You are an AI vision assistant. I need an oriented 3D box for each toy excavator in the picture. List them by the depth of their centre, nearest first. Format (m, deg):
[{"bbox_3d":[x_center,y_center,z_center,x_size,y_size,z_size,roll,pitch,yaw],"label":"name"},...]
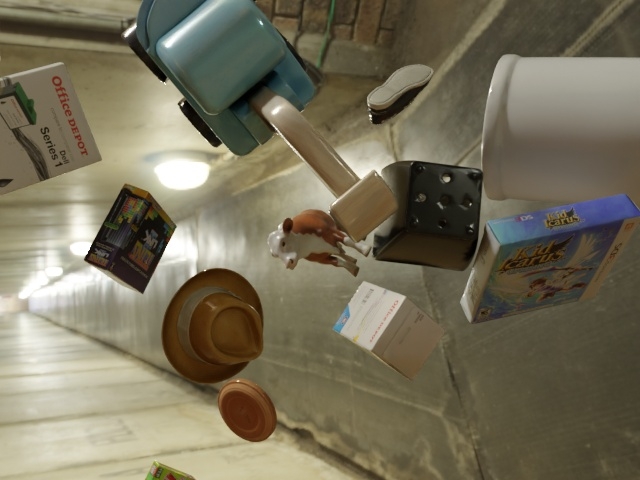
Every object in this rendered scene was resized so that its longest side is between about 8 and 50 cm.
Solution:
[{"bbox_3d":[-0.096,-0.217,0.913,0.433,0.222,0.445,50,-179,-23],"label":"toy excavator"}]

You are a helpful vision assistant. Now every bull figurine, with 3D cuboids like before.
[{"bbox_3d":[0.000,0.000,1.228,0.310,0.188,0.101,-72,7,-76],"label":"bull figurine"}]

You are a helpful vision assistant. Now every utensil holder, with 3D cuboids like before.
[{"bbox_3d":[0.574,-0.233,1.289,0.385,0.327,0.328,7,101,27],"label":"utensil holder"}]

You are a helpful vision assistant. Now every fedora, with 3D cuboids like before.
[{"bbox_3d":[-0.145,0.138,0.919,0.079,0.194,0.195,11,103,45],"label":"fedora"}]

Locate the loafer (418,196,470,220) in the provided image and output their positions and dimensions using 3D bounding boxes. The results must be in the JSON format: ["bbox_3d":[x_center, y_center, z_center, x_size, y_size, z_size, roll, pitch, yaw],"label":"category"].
[{"bbox_3d":[0.314,-0.099,1.741,0.084,0.267,0.096,43,146,49],"label":"loafer"}]

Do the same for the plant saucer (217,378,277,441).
[{"bbox_3d":[-0.091,0.208,0.731,0.083,0.013,0.084,10,112,26],"label":"plant saucer"}]

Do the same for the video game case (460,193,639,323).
[{"bbox_3d":[0.412,0.041,1.101,0.244,0.269,0.061,89,166,-49],"label":"video game case"}]

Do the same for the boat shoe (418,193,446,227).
[{"bbox_3d":[0.346,-0.083,1.979,0.305,0.091,0.109,45,105,5],"label":"boat shoe"}]

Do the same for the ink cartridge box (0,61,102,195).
[{"bbox_3d":[-0.467,-0.163,0.908,0.092,0.219,0.160,23,134,57],"label":"ink cartridge box"}]

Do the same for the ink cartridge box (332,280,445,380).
[{"bbox_3d":[0.184,0.243,1.654,0.171,0.168,0.232,-55,24,-8],"label":"ink cartridge box"}]

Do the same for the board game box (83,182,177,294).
[{"bbox_3d":[-0.313,0.002,1.014,0.170,0.048,0.141,80,-149,-72],"label":"board game box"}]

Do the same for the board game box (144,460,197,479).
[{"bbox_3d":[-0.336,0.554,1.217,0.043,0.092,0.181,-9,53,61],"label":"board game box"}]

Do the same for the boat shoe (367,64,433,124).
[{"bbox_3d":[0.110,-0.201,0.825,0.046,0.125,0.038,30,146,27],"label":"boat shoe"}]

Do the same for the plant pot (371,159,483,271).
[{"bbox_3d":[0.204,-0.054,1.094,0.167,0.187,0.188,106,171,-82],"label":"plant pot"}]
